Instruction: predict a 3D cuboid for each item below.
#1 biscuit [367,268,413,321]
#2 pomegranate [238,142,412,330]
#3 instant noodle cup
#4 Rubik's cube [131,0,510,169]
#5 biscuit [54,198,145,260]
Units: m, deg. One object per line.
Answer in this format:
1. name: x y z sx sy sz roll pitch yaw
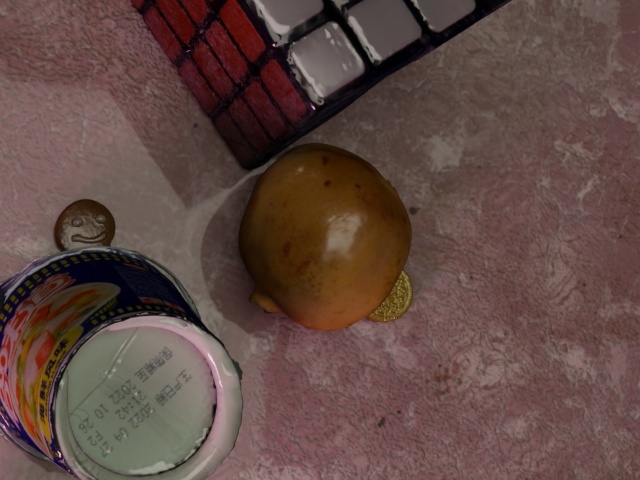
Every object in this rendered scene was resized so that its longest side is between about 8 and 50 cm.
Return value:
1. biscuit: 0.083 0.067 1.611 0.084 0.023 0.084 3 82 -18
2. pomegranate: 0.006 -0.004 1.496 0.233 0.233 0.233 3 82 -18
3. instant noodle cup: -0.222 0.152 1.321 0.284 0.312 0.284 -2 95 -21
4. Rubik's cube: -0.016 -0.332 1.469 0.337 0.344 0.344 -35 96 -20
5. biscuit: -0.280 0.049 1.491 0.138 0.031 0.205 -6 83 -19
